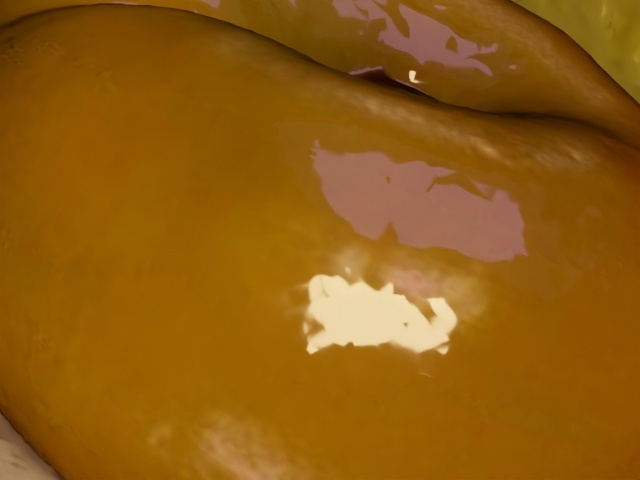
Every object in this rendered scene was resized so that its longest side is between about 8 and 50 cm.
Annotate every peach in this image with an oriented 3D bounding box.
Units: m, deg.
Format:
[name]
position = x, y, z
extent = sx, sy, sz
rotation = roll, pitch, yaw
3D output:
[peach]
position = 0.000, 0.000, 0.516
extent = 0.251, 0.153, 0.251
rotation = 15, 23, -7

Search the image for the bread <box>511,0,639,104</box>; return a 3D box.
[bread]
position = 0.217, -0.094, 0.797
extent = 0.308, 0.348, 0.348
rotation = 32, 19, 7
